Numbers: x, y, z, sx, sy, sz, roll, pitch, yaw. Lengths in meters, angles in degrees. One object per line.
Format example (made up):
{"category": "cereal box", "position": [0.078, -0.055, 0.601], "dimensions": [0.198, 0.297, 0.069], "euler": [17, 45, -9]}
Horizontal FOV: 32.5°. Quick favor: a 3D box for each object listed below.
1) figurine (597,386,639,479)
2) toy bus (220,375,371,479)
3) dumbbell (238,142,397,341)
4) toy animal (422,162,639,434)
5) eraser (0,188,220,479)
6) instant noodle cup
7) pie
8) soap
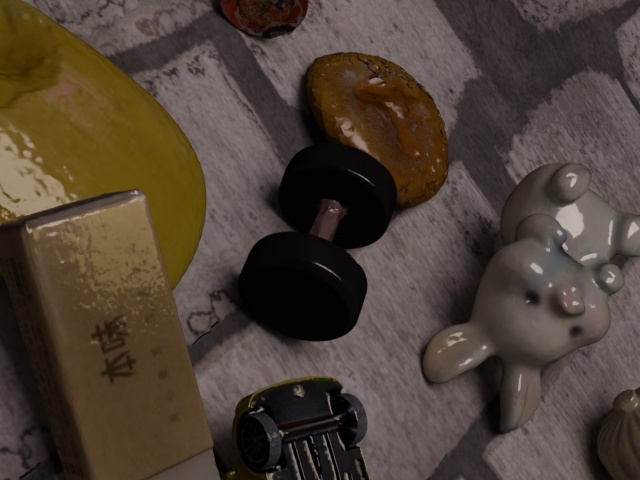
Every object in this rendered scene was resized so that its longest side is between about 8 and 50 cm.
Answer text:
{"category": "figurine", "position": [0.553, 0.342, 1.677], "dimensions": [0.332, 0.185, 0.204], "euler": [37, 12, -45]}
{"category": "toy bus", "position": [-0.014, 0.321, 1.178], "dimensions": [0.145, 0.151, 0.331], "euler": [-6, 73, -40]}
{"category": "dumbbell", "position": [0.000, 0.000, 1.364], "dimensions": [0.152, 0.152, 0.218], "euler": [38, 47, -20]}
{"category": "toy animal", "position": [0.295, 0.079, 1.562], "dimensions": [0.196, 0.241, 0.368], "euler": [34, 63, -13]}
{"category": "eraser", "position": [-0.205, 0.130, 1.089], "dimensions": [0.144, 0.078, 0.343], "euler": [-21, 101, -38]}
{"category": "instant noodle cup", "position": [-0.072, -0.374, 1.537], "dimensions": [0.127, 0.127, 0.136], "euler": [31, 42, -26]}
{"category": "pie", "position": [0.089, -0.169, 1.598], "dimensions": [0.273, 0.069, 0.273], "euler": [25, 50, -34]}
{"category": "soap", "position": [-0.303, -0.101, 1.177], "dimensions": [0.427, 0.115, 0.306], "euler": [38, 45, -20]}
